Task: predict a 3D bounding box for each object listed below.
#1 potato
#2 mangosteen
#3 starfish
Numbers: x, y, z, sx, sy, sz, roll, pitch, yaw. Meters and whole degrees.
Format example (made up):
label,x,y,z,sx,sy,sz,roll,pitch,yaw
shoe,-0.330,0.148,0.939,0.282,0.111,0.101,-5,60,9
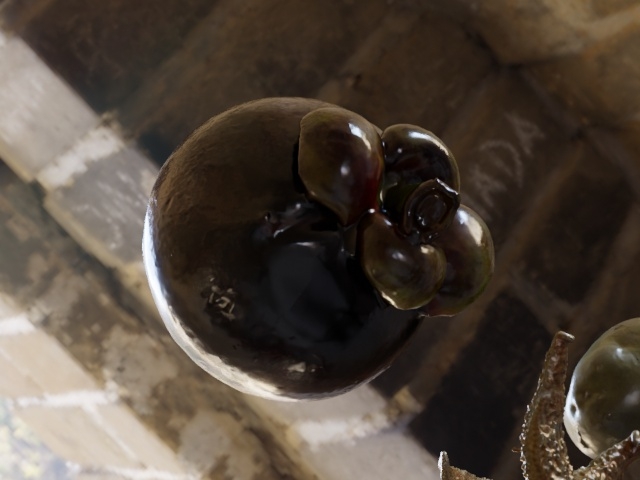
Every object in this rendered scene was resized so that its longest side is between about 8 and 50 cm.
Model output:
label,x,y,z,sx,sy,sz,roll,pitch,yaw
potato,0.383,0.182,1.389,0.160,0.178,0.235,6,7,40
mangosteen,0.000,0.000,1.086,0.346,0.307,0.307,-18,24,34
starfish,0.178,0.193,0.874,0.048,0.295,0.231,-9,49,44
